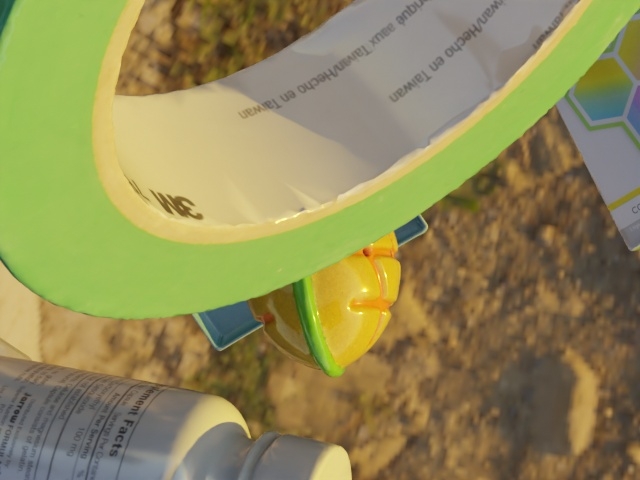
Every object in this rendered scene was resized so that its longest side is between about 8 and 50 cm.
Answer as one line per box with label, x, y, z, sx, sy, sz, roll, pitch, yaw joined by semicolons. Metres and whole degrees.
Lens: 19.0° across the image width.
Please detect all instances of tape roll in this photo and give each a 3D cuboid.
tape roll;0.005;-0.109;0.653;0.077;0.321;0.321;51;131;26

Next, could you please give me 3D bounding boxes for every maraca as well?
maraca;0.000;0.000;1.219;0.099;0.186;0.127;-7;142;9

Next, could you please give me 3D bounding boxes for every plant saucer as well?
plant saucer;-0.016;0.010;1.433;0.192;0.018;0.067;-31;102;14

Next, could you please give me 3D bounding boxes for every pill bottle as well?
pill bottle;-0.105;0.146;1.091;0.229;0.131;0.131;9;126;17

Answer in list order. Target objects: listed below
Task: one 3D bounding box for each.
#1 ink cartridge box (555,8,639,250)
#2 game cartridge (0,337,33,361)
ink cartridge box;0.201;-0.111;1.185;0.109;0.062;0.209;-31;78;33
game cartridge;-0.335;0.061;1.397;0.230;0.068;0.355;32;164;-25
